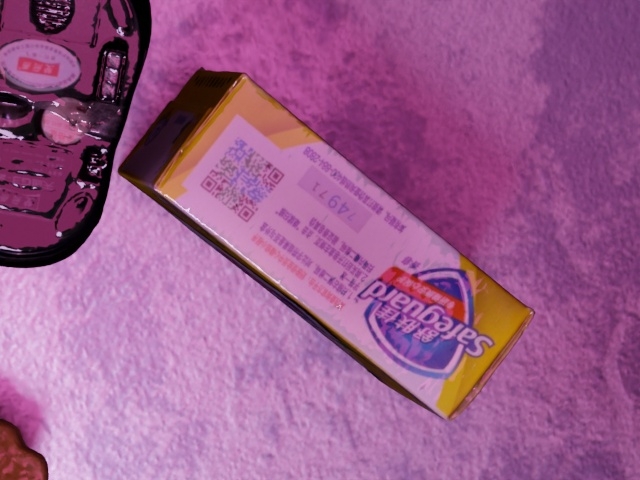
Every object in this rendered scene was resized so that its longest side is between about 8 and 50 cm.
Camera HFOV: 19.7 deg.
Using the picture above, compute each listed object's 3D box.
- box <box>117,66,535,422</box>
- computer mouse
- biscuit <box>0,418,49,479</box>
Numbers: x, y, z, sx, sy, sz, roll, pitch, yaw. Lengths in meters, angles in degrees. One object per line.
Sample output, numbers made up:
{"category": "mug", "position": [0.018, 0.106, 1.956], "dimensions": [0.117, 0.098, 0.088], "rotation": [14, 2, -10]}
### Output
{"category": "box", "position": [0.000, 0.000, 1.271], "dimensions": [0.265, 0.168, 0.097], "rotation": [39, 85, -17]}
{"category": "computer mouse", "position": [-0.196, -0.100, 1.246], "dimensions": [0.137, 0.096, 0.233], "rotation": [14, 98, -10]}
{"category": "biscuit", "position": [-0.304, 0.155, 1.256], "dimensions": [0.236, 0.040, 0.144], "rotation": [11, 88, -4]}
